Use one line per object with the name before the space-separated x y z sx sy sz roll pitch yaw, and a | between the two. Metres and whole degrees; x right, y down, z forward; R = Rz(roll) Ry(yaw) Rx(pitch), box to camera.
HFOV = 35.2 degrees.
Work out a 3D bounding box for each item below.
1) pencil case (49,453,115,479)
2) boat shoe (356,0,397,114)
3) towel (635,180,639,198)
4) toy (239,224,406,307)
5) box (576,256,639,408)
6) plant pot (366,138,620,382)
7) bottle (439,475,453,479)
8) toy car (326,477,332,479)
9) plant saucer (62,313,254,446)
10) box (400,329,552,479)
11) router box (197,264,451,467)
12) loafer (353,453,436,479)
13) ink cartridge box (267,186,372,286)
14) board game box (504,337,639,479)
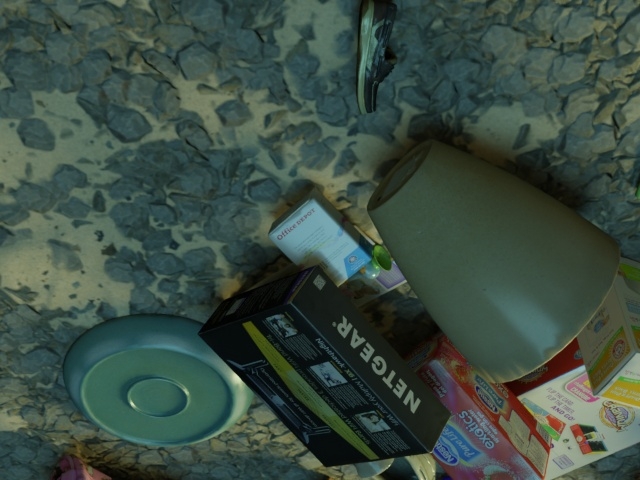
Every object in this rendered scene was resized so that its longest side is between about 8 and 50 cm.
pencil case | -0.310 0.514 1.817 0.386 0.167 0.160 25 94 -22
boat shoe | 0.069 -0.220 1.229 0.049 0.056 0.152 3 132 4
towel | 0.495 -0.115 1.354 0.113 0.023 0.152 5 134 -2
toy | 0.003 0.083 1.499 0.237 0.056 0.137 -33 123 26
box | 0.443 0.130 1.446 0.114 0.203 0.103 18 129 -16
plant pot | 0.201 0.003 1.330 0.274 0.256 0.256 41 122 -11
bottle | 0.323 0.529 1.875 0.283 0.092 0.118 32 125 -26
toy car | 0.024 0.546 1.832 0.219 0.210 0.238 -7 120 21
plant saucer | -0.264 0.245 1.650 0.318 0.043 0.317 -1 132 -1
box | 0.228 0.275 1.562 0.123 0.128 0.257 -39 96 27
router box | 0.002 0.194 1.471 0.309 0.081 0.243 49 142 -17
loafer | 0.088 0.339 1.690 0.112 0.111 0.319 -34 124 26
ink cartridge box | 0.000 0.000 1.401 0.088 0.052 0.122 -39 106 19
board game box | 0.384 0.295 1.685 0.317 0.064 0.242 -30 125 24
